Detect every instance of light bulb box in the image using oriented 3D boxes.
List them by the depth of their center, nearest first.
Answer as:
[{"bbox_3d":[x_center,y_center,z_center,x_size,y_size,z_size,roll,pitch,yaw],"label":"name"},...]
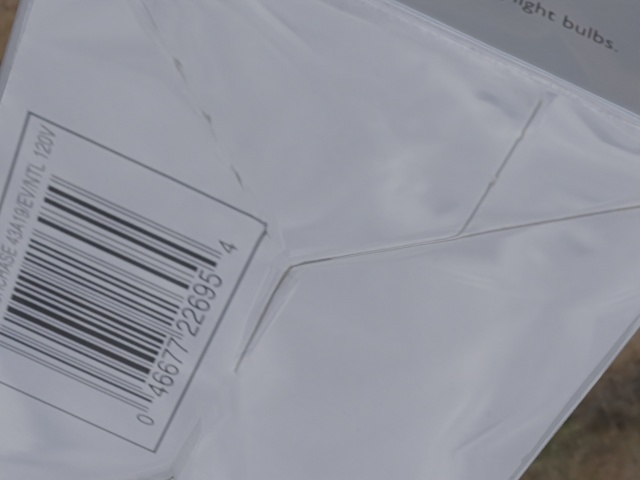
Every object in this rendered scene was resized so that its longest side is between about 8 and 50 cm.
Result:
[{"bbox_3d":[0.014,-0.060,0.674,0.225,0.361,0.358,26,132,-3],"label":"light bulb box"}]
